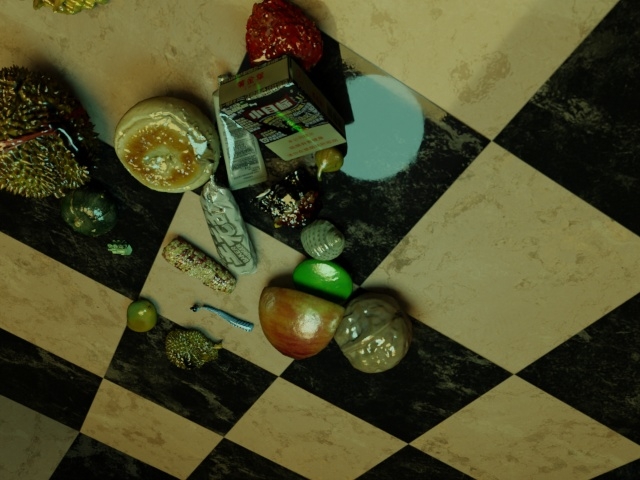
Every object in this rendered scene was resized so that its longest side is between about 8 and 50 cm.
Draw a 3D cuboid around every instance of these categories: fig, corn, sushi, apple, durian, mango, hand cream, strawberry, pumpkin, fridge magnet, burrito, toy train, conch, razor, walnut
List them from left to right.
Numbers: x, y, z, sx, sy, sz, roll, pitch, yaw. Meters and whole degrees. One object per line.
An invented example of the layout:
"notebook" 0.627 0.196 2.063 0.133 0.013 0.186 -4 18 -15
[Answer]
"durian" -0.823 -0.300 1.427 0.347 0.347 0.384 -3 114 17
"pumpkin" -0.773 -0.100 1.671 0.190 0.146 0.190 23 148 15
"toy train" -0.739 0.026 1.832 0.083 0.033 0.053 0 130 15
"mango" -0.720 0.307 2.018 0.122 0.086 0.191 15 140 -9
"durian" -0.523 0.458 2.041 0.237 0.138 0.193 -5 125 18
"corn" -0.422 0.098 1.762 0.290 0.098 0.098 37 127 -15
"razor" -0.381 0.297 1.940 0.253 0.042 0.082 22 172 -3
"burrito" -0.299 -0.050 1.577 0.139 0.101 0.445 22 145 26
"hand cream" -0.236 -0.302 1.417 0.124 0.078 0.341 -19 129 -13
"strawberry" -0.096 -0.480 1.191 0.184 0.187 0.202 -18 95 -16
"sushi" -0.080 -0.107 1.476 0.172 0.153 0.150 -33 93 12
"apple" -0.088 0.263 1.697 0.346 0.179 0.254 1 115 44
"conch" -0.001 0.002 1.576 0.153 0.102 0.135 -17 103 24
"fridge magnet" 0.008 0.135 1.673 0.208 0.088 0.208 9 134 9
"fig" 0.017 -0.223 1.394 0.082 0.098 0.084 26 151 16
"walnut" 0.173 0.306 1.677 0.273 0.227 0.273 6 124 9

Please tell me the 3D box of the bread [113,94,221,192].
"bread" -0.427 -0.277 1.427 0.305 0.159 0.306 4 132 4

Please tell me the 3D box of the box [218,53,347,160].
"box" -0.082 -0.318 1.251 0.198 0.084 0.310 -13 160 24

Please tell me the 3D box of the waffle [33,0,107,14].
"waffle" -0.671 -0.716 1.223 0.307 0.060 0.312 8 129 6
